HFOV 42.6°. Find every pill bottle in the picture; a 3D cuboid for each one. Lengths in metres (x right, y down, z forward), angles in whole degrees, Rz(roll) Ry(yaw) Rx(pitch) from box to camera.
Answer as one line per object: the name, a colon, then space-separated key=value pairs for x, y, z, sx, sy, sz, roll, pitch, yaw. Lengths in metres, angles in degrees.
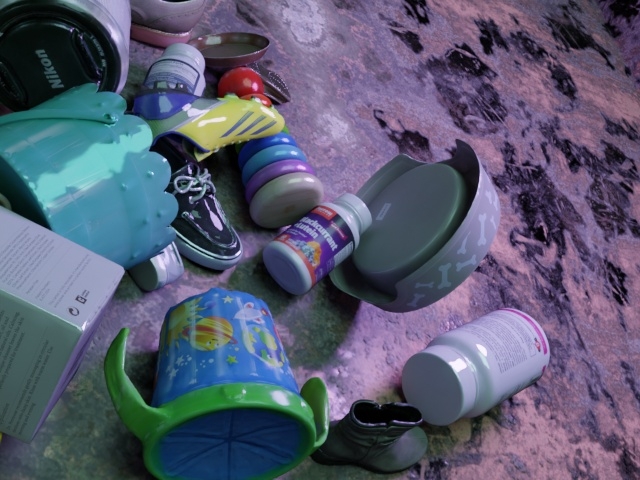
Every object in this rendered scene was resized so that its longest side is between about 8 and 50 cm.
pill bottle: x=0.288 y=0.233 z=1.522 sx=0.283 sy=0.160 sz=0.160 roll=-14 pitch=70 yaw=-45
pill bottle: x=-0.264 y=-0.265 z=1.464 sx=0.108 sy=0.108 sz=0.180 roll=29 pitch=46 yaw=-21
pill bottle: x=0.000 y=0.000 z=1.453 sx=0.193 sy=0.108 sz=0.108 roll=-40 pitch=89 yaw=-30

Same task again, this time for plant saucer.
plant saucer: x=-0.182 y=-0.373 z=1.611 sx=0.168 sy=0.029 sz=0.168 roll=-2 pitch=31 yaw=1

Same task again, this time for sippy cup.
sippy cup: x=-0.138 y=0.199 z=1.161 sx=0.305 sy=0.240 sz=0.224 roll=63 pitch=10 yaw=-48

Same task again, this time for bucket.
bucket: x=-0.350 y=-0.060 z=1.125 sx=0.183 sy=0.281 sz=0.281 roll=-33 pitch=84 yaw=-39

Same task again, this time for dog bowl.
dog bowl: x=0.172 y=-0.021 z=1.493 sx=0.102 sy=0.348 sz=0.349 roll=42 pitch=41 yaw=-28

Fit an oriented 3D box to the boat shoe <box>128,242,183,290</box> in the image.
boat shoe: x=-0.289 y=-0.029 z=1.301 sx=0.081 sy=0.079 sz=0.228 roll=-20 pitch=80 yaw=-53

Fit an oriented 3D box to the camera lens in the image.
camera lens: x=-0.407 y=-0.328 z=1.271 sx=0.219 sy=0.219 sz=0.274 roll=22 pitch=31 yaw=-27

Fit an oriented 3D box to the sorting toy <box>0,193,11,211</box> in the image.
sorting toy: x=-0.509 y=-0.091 z=1.023 sx=0.208 sy=0.193 sz=0.038 roll=50 pitch=47 yaw=-37

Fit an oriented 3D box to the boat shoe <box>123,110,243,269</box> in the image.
boat shoe: x=-0.231 y=-0.086 z=1.361 sx=0.306 sy=0.105 sz=0.113 roll=50 pitch=42 yaw=2

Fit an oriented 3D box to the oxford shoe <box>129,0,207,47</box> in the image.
oxford shoe: x=-0.391 y=-0.467 z=1.473 sx=0.396 sy=0.146 sz=0.141 roll=3 pitch=61 yaw=-36

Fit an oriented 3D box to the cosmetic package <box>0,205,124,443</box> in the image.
cosmetic package: x=-0.445 y=0.053 z=0.949 sx=0.365 sy=0.197 sz=0.155 roll=29 pitch=26 yaw=-7

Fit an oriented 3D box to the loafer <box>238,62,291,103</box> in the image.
loafer: x=-0.120 y=-0.321 z=1.672 sx=0.148 sy=0.050 sz=0.056 roll=32 pitch=37 yaw=-40

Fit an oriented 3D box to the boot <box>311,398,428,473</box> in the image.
boot: x=0.114 y=0.312 z=1.317 sx=0.246 sy=0.161 sz=0.083 roll=10 pitch=55 yaw=-35

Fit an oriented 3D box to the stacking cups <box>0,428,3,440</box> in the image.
stacking cups: x=-0.530 y=0.207 z=0.922 sx=0.316 sy=0.096 sz=0.096 roll=18 pitch=50 yaw=-23

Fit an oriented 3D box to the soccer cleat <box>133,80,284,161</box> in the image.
soccer cleat: x=-0.182 y=-0.187 z=1.366 sx=0.289 sy=0.093 sz=0.121 roll=1 pitch=86 yaw=-43

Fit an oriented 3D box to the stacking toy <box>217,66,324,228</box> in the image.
stacking toy: x=-0.115 y=-0.189 z=1.531 sx=0.141 sy=0.141 sz=0.330 roll=0 pitch=54 yaw=-40
